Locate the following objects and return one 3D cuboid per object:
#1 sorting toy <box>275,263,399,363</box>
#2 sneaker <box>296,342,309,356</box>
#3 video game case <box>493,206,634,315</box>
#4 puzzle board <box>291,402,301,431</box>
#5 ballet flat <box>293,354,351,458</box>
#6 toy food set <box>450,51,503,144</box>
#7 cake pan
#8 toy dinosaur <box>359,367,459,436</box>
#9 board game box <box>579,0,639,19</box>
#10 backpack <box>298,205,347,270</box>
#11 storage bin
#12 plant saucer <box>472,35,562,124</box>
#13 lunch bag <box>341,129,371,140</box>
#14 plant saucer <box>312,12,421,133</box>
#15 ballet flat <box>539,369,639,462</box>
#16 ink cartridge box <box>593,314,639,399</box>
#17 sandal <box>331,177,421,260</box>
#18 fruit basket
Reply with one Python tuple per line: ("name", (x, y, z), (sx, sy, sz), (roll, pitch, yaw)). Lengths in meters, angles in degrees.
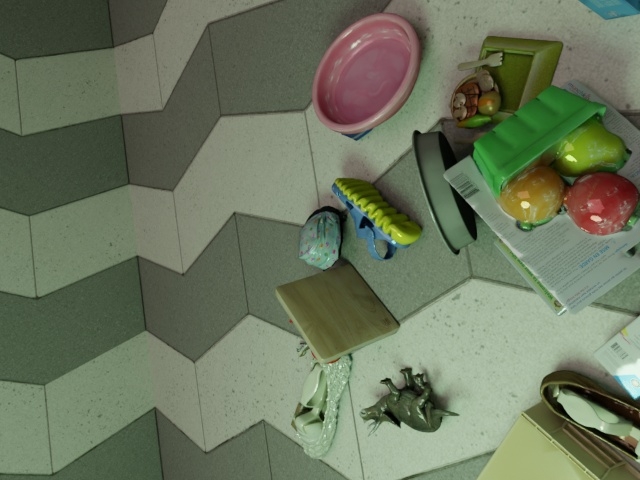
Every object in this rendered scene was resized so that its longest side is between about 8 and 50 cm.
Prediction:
("sorting toy", (0.038, 0.214, 1.445), (0.257, 0.256, 0.089), (52, 144, 33))
("sneaker", (-0.058, 0.352, 1.716), (0.083, 0.032, 0.037), (-54, 54, 35))
("video game case", (0.493, 0.016, 1.076), (0.212, 0.023, 0.193), (57, 130, 29))
("puzzle board", (-0.048, 0.624, 1.738), (0.128, 0.011, 0.096), (36, 117, 41))
("ballet flat", (-0.019, 0.506, 1.598), (0.147, 0.147, 0.408), (28, 112, 44))
("toy food set", (0.340, -0.311, 1.148), (0.132, 0.039, 0.191), (5, 96, 48))
("cake pan", (0.279, -0.112, 1.138), (0.054, 0.293, 0.293), (-18, 77, 23))
("toy dinosaur", (0.245, 0.430, 1.338), (0.314, 0.121, 0.160), (-6, 100, 44))
("board game box", (0.492, -0.572, 0.879), (0.064, 0.242, 0.316), (11, 101, 46))
("backpack", (0.000, 0.000, 1.531), (0.152, 0.115, 0.181), (-51, 27, 43))
("storage bin", (0.477, 0.510, 1.049), (0.260, 0.123, 0.262), (42, 122, 39))
("plant saucer", (0.406, -0.350, 1.137), (0.188, 0.045, 0.188), (29, 113, 45))
("lunch bag", (0.109, -0.332, 1.463), (0.098, 0.065, 0.067), (-26, 57, 48))
("plant saucer", (0.126, -0.430, 1.369), (0.332, 0.084, 0.331), (-14, 66, 36))
("ballet flat", (0.558, 0.340, 0.942), (0.342, 0.124, 0.116), (27, 104, 44))
("ink cartridge box", (0.604, 0.188, 0.930), (0.104, 0.062, 0.181), (55, 130, 30))
("sandal", (0.128, -0.060, 1.419), (0.317, 0.126, 0.138), (51, 131, 36))
("fruit basket", (0.464, -0.093, 0.954), (0.327, 0.165, 0.353), (-37, 72, 1))
